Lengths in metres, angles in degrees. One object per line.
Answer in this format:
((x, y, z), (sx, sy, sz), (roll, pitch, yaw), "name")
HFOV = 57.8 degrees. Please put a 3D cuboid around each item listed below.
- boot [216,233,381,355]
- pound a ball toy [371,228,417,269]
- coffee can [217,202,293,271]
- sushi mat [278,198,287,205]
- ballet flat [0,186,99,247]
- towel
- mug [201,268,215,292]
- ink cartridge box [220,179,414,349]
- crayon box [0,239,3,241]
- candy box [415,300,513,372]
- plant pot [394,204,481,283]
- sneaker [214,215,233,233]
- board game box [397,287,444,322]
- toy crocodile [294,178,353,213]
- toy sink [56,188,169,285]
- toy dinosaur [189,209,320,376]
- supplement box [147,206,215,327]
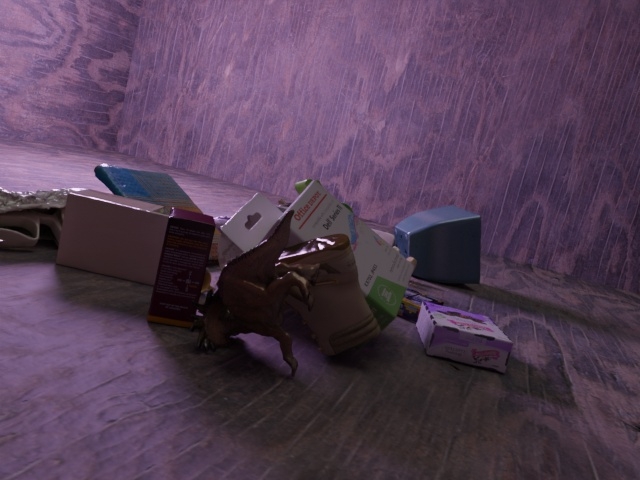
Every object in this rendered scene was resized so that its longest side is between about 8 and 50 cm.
((-0.040, 0.113, 1.031), (0.262, 0.203, 0.095), (-16, 18, 18), "boot")
((0.137, 0.051, 1.895), (0.319, 0.135, 0.208), (17, -16, 21), "pound a ball toy")
((-0.103, 0.016, 1.402), (0.202, 0.201, 0.275), (15, 10, 11), "coffee can")
((0.000, 0.000, 1.708), (0.317, 0.019, 0.151), (36, -23, 13), "sushi mat")
((-0.623, -0.036, 1.276), (0.147, 0.146, 0.409), (20, 14, 38), "ballet flat")
((-0.398, -0.065, 1.526), (0.370, 0.040, 0.271), (45, 20, 22), "towel")
((-0.268, 0.084, 1.233), (0.062, 0.078, 0.064), (-27, 17, -23), "mug")
((0.002, 0.018, 1.146), (0.353, 0.119, 0.207), (40, 33, -4), "ink cartridge box")
((-0.683, 0.020, 0.871), (0.202, 0.081, 0.318), (17, 10, 17), "crayon box")
((0.305, 0.204, 1.259), (0.165, 0.070, 0.196), (14, 8, 0), "candy box")
((0.403, 0.019, 2.082), (0.253, 0.247, 0.247), (-5, 13, -12), "plant pot")
((-0.326, -0.020, 1.681), (0.237, 0.095, 0.104), (5, 18, -19), "sneaker")
((0.212, 0.157, 1.496), (0.170, 0.048, 0.141), (20, 13, 33), "board game box")
((0.036, 0.013, 1.318), (0.105, 0.340, 0.115), (-36, 18, -22), "toy crocodile")
((-0.413, -0.008, 1.239), (0.234, 0.152, 0.131), (12, 8, -3), "toy sink")
((-0.114, 0.086, 0.897), (0.201, 0.295, 0.127), (13, 38, 4), "toy dinosaur")
((-0.245, 0.046, 1.028), (0.081, 0.188, 0.104), (12, 9, -14), "supplement box")
